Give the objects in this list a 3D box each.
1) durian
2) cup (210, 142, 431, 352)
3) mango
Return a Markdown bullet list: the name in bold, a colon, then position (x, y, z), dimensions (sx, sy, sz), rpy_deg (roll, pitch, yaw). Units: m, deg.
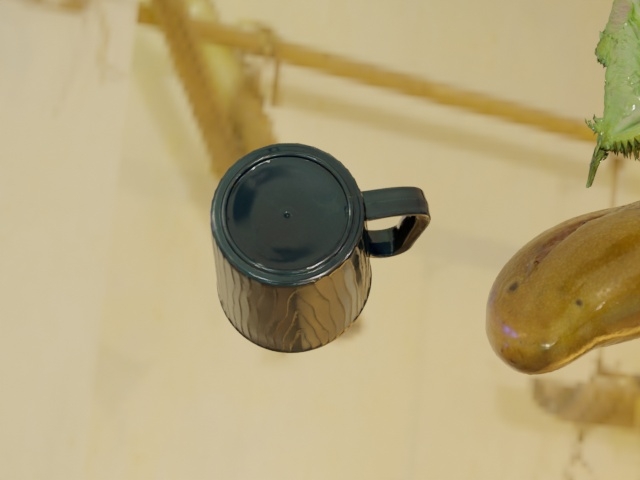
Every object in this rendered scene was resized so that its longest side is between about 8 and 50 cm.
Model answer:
- **durian**: position (0.283, -0.134, 1.717), dimensions (0.100, 0.215, 0.086), rpy_deg (12, -27, 0)
- **cup**: position (-0.009, -0.006, 1.396), dimensions (0.113, 0.150, 0.138), rpy_deg (46, -13, 15)
- **mango**: position (0.262, 0.033, 1.814), dimensions (0.295, 0.120, 0.177), rpy_deg (-18, 13, -35)
